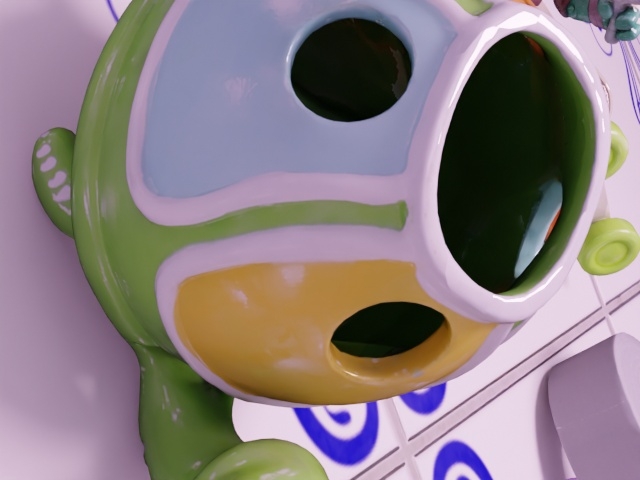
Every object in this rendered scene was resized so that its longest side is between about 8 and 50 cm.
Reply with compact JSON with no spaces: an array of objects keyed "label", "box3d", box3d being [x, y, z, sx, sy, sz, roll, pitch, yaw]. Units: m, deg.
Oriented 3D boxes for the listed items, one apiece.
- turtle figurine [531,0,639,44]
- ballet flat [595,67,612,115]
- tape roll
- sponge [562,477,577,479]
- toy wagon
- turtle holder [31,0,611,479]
[{"label":"turtle figurine","box3d":[0.124,-0.170,0.720,0.175,0.234,0.118,21,22,-4]},{"label":"ballet flat","box3d":[0.098,-0.136,0.832,0.248,0.086,0.086,20,41,4]},{"label":"tape roll","box3d":[0.299,0.196,1.005,0.219,0.072,0.219,44,27,-30]},{"label":"sponge","box3d":[0.279,0.296,0.995,0.210,0.031,0.117,31,47,-43]},{"label":"toy wagon","box3d":[0.210,-0.087,1.007,0.267,0.068,0.344,-106,174,-45]},{"label":"turtle holder","box3d":[-0.005,-0.018,0.540,0.320,0.227,0.243,-45,121,-28]}]
